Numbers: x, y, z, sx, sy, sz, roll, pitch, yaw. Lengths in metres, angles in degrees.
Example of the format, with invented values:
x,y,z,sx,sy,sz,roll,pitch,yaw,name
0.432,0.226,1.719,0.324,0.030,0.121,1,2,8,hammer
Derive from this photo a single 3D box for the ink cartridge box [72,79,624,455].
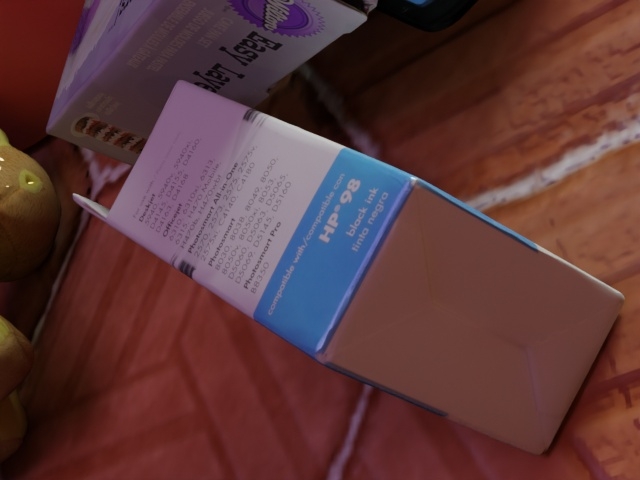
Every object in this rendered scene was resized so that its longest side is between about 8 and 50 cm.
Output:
x,y,z,sx,sy,sz,roll,pitch,yaw,name
0.000,0.000,0.464,0.180,0.104,0.060,28,91,52,ink cartridge box

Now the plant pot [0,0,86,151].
x,y,z,sx,sy,sz,roll,pitch,yaw,name
-0.242,-0.215,0.762,0.275,0.243,0.275,-28,50,39,plant pot

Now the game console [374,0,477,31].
x,y,z,sx,sy,sz,roll,pitch,yaw,name
0.040,-0.152,0.528,0.122,0.071,0.107,37,138,52,game console

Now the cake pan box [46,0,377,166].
x,y,z,sx,sy,sz,roll,pitch,yaw,name
-0.027,-0.173,0.569,0.267,0.070,0.245,-21,54,65,cake pan box

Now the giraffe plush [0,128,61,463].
x,y,z,sx,sy,sz,roll,pitch,yaw,name
-0.208,-0.001,0.682,0.181,0.210,0.170,-29,20,41,giraffe plush
